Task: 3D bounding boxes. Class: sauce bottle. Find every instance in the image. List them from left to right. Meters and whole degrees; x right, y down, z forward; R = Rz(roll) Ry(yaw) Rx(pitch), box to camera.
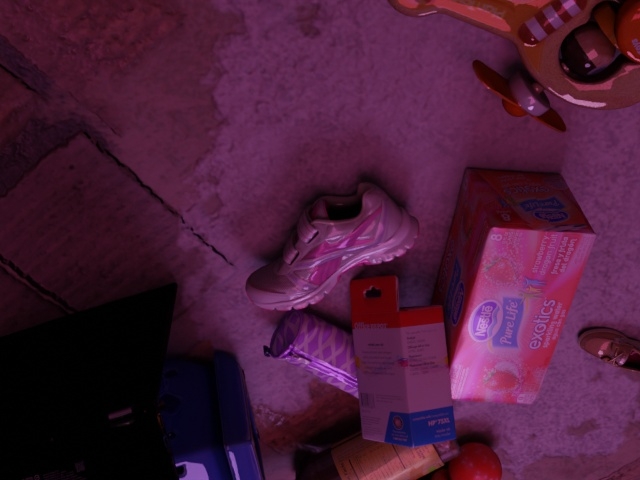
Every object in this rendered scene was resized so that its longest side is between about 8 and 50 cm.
[{"bbox_3d":[0.053,0.371,1.403,0.344,0.111,0.111,-28,123,5],"label":"sauce bottle"}]

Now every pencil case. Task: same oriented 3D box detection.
[{"bbox_3d":[0.023,0.176,1.304,0.206,0.088,0.086,27,109,-23],"label":"pencil case"}]

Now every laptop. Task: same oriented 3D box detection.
[{"bbox_3d":[-0.340,0.301,1.140,0.382,0.236,0.407,-18,84,7],"label":"laptop"}]

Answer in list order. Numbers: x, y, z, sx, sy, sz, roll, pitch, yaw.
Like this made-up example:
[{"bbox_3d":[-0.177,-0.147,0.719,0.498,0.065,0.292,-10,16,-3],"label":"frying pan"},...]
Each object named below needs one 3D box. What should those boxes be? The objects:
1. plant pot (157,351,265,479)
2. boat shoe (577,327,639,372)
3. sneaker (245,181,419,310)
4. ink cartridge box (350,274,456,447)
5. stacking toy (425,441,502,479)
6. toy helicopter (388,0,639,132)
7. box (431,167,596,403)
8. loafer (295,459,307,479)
[{"bbox_3d":[-0.197,0.315,1.296,0.212,0.236,0.236,-11,124,-5],"label":"plant pot"},{"bbox_3d":[0.468,0.175,1.371,0.135,0.045,0.050,14,122,-15],"label":"boat shoe"},{"bbox_3d":[0.000,0.000,1.181,0.252,0.103,0.111,-30,118,7],"label":"sneaker"},{"bbox_3d":[0.112,0.164,1.232,0.078,0.134,0.231,-3,86,-29],"label":"ink cartridge box"},{"bbox_3d":[0.188,0.475,1.507,0.141,0.141,0.330,27,114,-22],"label":"stacking toy"},{"bbox_3d":[0.238,-0.248,1.031,0.355,0.140,0.235,18,131,-4],"label":"toy helicopter"},{"bbox_3d":[0.251,0.068,1.211,0.142,0.154,0.300,3,125,-8],"label":"box"},{"bbox_3d":[0.023,0.418,1.494,0.148,0.056,0.050,22,121,-8],"label":"loafer"}]
